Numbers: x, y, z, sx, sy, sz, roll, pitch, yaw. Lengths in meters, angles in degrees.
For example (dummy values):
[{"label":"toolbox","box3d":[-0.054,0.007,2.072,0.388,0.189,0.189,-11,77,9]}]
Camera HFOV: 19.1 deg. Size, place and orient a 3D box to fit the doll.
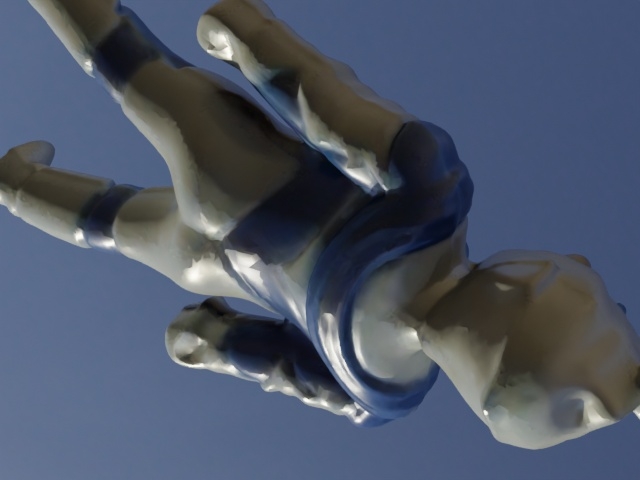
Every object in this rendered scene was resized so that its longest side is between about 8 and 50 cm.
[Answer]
[{"label":"doll","box3d":[0.000,0.000,0.508,0.227,0.114,0.057,31,-144,28]}]
